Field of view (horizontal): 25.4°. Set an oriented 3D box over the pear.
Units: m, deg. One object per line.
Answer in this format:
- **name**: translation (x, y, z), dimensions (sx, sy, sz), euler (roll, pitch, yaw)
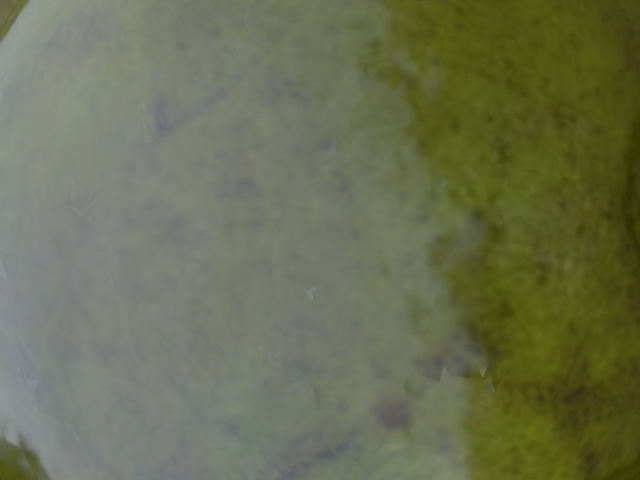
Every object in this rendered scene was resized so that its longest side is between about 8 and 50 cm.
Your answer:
- **pear**: translation (0.000, 0.000, 0.624), dimensions (0.352, 0.352, 0.413), euler (23, 95, 61)
